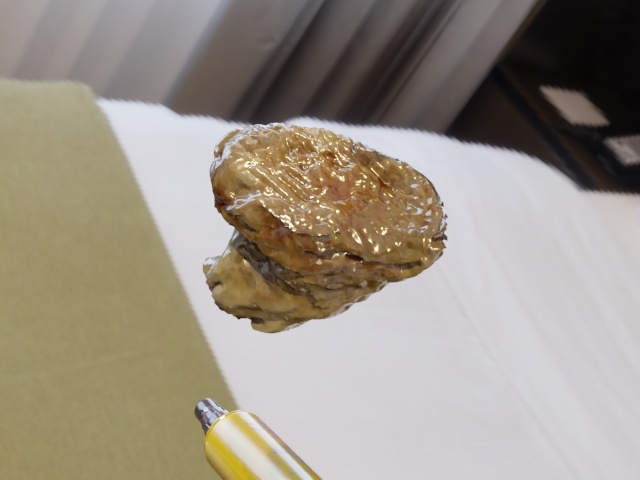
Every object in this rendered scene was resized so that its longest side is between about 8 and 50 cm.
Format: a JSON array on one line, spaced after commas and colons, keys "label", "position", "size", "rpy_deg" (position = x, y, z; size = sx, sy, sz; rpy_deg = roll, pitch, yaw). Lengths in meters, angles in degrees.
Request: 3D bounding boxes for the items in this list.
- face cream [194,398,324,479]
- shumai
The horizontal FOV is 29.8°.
[{"label": "face cream", "position": [-0.073, 0.240, 1.309], "size": [0.078, 0.078, 0.273], "rpy_deg": [15, 9, -32]}, {"label": "shumai", "position": [-0.002, -0.003, 1.156], "size": [0.218, 0.185, 0.184], "rpy_deg": [5, 52, -4]}]
